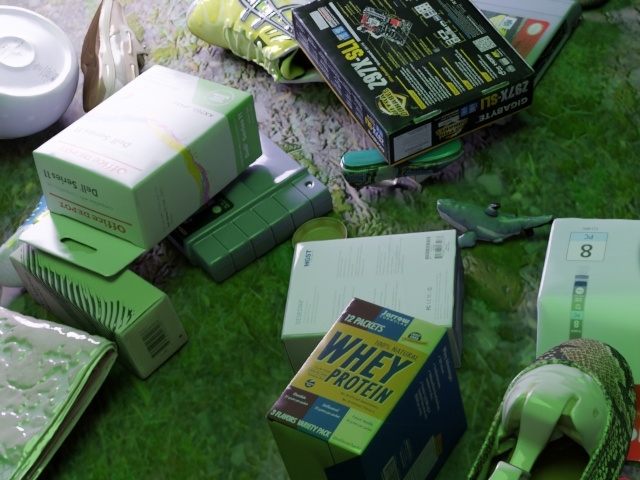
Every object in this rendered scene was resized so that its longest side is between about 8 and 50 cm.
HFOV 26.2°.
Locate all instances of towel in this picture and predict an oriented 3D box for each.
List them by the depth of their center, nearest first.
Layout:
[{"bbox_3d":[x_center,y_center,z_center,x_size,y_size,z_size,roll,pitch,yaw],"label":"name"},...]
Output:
[{"bbox_3d":[-0.485,0.229,1.904,0.332,0.053,0.317,13,58,33],"label":"towel"}]

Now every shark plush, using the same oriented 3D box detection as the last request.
[{"bbox_3d":[0.246,-0.026,1.953,0.161,0.067,0.073,13,52,28],"label":"shark plush"}]

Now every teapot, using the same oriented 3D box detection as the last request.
[{"bbox_3d":[-0.541,-0.269,2.364,0.256,0.187,0.252,-7,59,-27],"label":"teapot"}]

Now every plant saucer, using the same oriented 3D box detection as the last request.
[{"bbox_3d":[0.000,0.000,2.041,0.083,0.015,0.083,-8,45,8],"label":"plant saucer"}]

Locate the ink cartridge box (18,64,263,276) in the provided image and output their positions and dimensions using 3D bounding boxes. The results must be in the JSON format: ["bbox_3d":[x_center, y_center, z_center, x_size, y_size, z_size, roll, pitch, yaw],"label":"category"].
[{"bbox_3d":[-0.275,-0.111,2.040,0.207,0.119,0.353,19,45,30],"label":"ink cartridge box"}]

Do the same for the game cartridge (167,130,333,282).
[{"bbox_3d":[-0.170,-0.094,2.159,0.230,0.068,0.355,-30,45,-19],"label":"game cartridge"}]

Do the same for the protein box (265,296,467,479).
[{"bbox_3d":[0.063,0.220,1.673,0.136,0.200,0.201,18,54,30],"label":"protein box"}]

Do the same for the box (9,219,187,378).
[{"bbox_3d":[-0.324,0.082,1.993,0.275,0.113,0.094,28,61,38],"label":"box"}]

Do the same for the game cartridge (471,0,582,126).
[{"bbox_3d":[0.276,-0.308,2.235,0.196,0.060,0.294,13,52,33],"label":"game cartridge"}]

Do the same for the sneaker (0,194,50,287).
[{"bbox_3d":[-0.423,-0.017,2.155,0.240,0.091,0.126,-34,28,-16],"label":"sneaker"}]

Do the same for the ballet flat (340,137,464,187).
[{"bbox_3d":[0.125,-0.114,2.082,0.188,0.070,0.070,-6,45,6],"label":"ballet flat"}]

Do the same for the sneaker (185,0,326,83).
[{"bbox_3d":[-0.074,-0.348,2.317,0.385,0.145,0.147,11,50,28],"label":"sneaker"}]

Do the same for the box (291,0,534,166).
[{"bbox_3d":[0.139,-0.286,2.125,0.257,0.079,0.322,-25,54,-13],"label":"box"}]

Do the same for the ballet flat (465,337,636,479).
[{"bbox_3d":[0.228,0.278,1.537,0.164,0.182,0.483,17,61,28],"label":"ballet flat"}]

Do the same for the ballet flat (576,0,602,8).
[{"bbox_3d":[0.369,-0.444,2.334,0.250,0.058,0.084,15,53,29],"label":"ballet flat"}]

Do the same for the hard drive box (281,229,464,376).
[{"bbox_3d":[0.076,0.085,1.881,0.232,0.089,0.181,-4,46,13],"label":"hard drive box"}]

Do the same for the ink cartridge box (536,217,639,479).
[{"bbox_3d":[0.419,0.141,1.714,0.308,0.091,0.385,2,50,20],"label":"ink cartridge box"}]

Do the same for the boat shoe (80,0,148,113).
[{"bbox_3d":[-0.359,-0.319,2.418,0.098,0.109,0.302,16,39,-23],"label":"boat shoe"}]
